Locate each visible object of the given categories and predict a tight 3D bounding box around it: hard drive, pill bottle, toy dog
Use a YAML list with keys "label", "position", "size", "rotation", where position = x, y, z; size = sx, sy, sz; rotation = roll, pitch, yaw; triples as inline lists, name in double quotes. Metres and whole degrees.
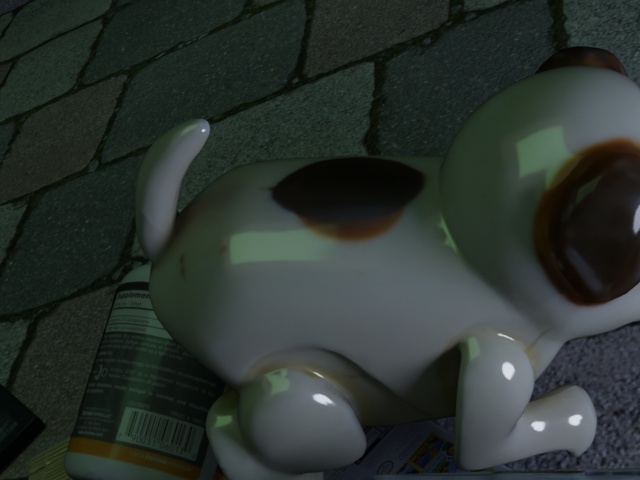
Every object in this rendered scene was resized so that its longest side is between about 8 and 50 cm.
- label: "hard drive"
  position: [-0.416, 0.241, 1.274]
  size: [0.094, 0.022, 0.135]
  rotation: [-47, 37, -19]
- label: "pill bottle"
  position: [-0.142, 0.120, 1.011]
  size: [0.162, 0.162, 0.279]
  rotation: [-2, 64, 37]
- label: "toy dog"
  position: [0.094, 0.006, 0.808]
  size: [0.407, 0.395, 0.285]
  rotation: [-23, 22, 23]

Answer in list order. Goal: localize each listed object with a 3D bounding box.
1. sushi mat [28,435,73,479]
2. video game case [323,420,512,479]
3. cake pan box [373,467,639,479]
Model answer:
- label: "sushi mat"
  position: [-0.196, 0.225, 1.118]
  size: [0.316, 0.019, 0.151]
  rotation: [-30, 34, 6]
- label: "video game case"
  position: [0.049, 0.258, 0.873]
  size: [0.227, 0.026, 0.206]
  rotation: [-44, 35, -17]
- label: "cake pan box"
  position: [0.149, 0.273, 0.641]
  size: [0.266, 0.070, 0.246]
  rotation: [-10, 69, 31]
